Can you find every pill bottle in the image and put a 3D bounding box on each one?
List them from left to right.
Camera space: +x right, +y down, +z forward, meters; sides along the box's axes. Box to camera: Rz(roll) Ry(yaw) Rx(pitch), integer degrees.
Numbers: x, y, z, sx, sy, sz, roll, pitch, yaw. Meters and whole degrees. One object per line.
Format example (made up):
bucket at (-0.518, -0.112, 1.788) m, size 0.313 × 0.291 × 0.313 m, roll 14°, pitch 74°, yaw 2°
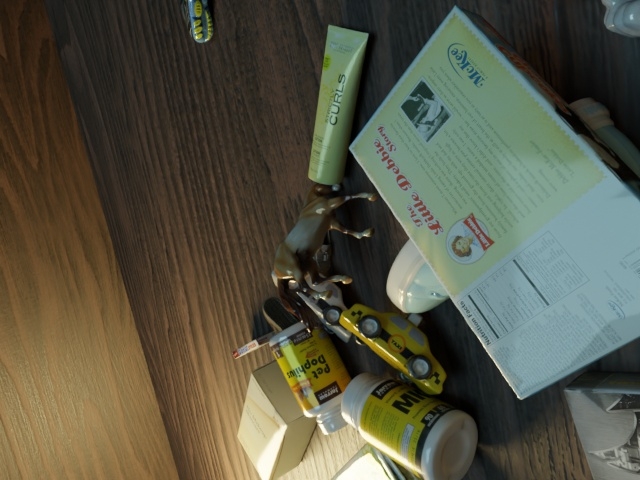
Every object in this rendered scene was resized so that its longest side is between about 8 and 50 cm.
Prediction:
pill bottle at (-0.008, 0.268, 0.993) m, size 0.215 × 0.117 × 0.117 m, roll 61°, pitch 144°, yaw 9°
pill bottle at (0.136, 0.298, 0.810) m, size 0.208 × 0.119 × 0.119 m, roll 12°, pitch 114°, yaw 51°

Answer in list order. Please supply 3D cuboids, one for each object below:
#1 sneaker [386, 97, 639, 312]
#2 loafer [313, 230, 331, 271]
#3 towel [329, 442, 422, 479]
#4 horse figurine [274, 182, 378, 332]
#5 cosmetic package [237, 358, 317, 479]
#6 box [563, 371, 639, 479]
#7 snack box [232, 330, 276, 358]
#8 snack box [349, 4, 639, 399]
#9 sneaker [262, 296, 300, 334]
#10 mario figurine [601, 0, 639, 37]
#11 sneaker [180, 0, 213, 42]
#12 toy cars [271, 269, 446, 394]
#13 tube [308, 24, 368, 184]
sneaker at (0.206, 0.021, 0.573) m, size 0.150 × 0.135 × 0.366 m, roll 62°, pitch 145°, yaw 23°
loafer at (0.000, 0.000, 0.932) m, size 0.039 × 0.045 × 0.125 m, roll 0°, pitch 103°, yaw 47°
towel at (0.154, 0.557, 0.939) m, size 0.320 × 0.090 × 0.374 m, roll 55°, pitch 143°, yaw 27°
horse figurine at (-0.007, 0.008, 0.806) m, size 0.174 × 0.066 × 0.263 m, roll 13°, pitch 73°, yaw 43°
cosmetic package at (-0.106, 0.446, 1.223) m, size 0.160 × 0.113 × 0.309 m, roll 46°, pitch 139°, yaw 32°
box at (0.380, 0.253, 0.506) m, size 0.183 × 0.056 × 0.231 m, roll -18°, pitch 90°, yaw 55°
snack box at (-0.167, 0.266, 1.263) m, size 0.178 × 0.064 × 0.022 m, roll -38°, pitch 76°, yaw 54°
snack box at (0.170, -0.039, 0.469) m, size 0.187 × 0.060 × 0.322 m, roll -50°, pitch 61°, yaw 38°
sneaker at (-0.062, 0.210, 1.113) m, size 0.188 × 0.066 × 0.071 m, roll 55°, pitch 168°, yaw 20°
mario figurine at (0.238, -0.272, 0.337) m, size 0.320 × 0.170 × 0.198 m, roll -15°, pitch 77°, yaw 58°
sneaker at (-0.269, -0.519, 1.043) m, size 0.078 × 0.067 × 0.188 m, roll 34°, pitch 134°, yaw 34°
toy cars at (0.063, 0.127, 0.857) m, size 0.394 × 0.087 × 0.176 m, roll 22°, pitch 156°, yaw 50°
tube at (0.023, -0.210, 0.792) m, size 0.070 × 0.062 × 0.240 m, roll 13°, pitch 117°, yaw 6°
